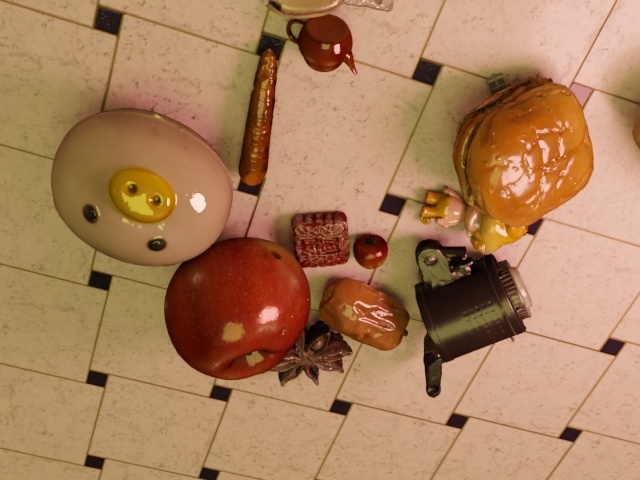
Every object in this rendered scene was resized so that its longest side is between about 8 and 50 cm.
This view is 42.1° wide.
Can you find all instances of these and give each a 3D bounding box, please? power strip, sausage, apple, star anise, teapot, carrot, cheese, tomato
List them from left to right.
[{"bbox_3d":[-0.186,0.156,1.889,0.348,0.277,0.348,-16,152,-9],"label":"apple"},{"bbox_3d":[-0.127,-0.262,1.782,0.066,0.066,0.314,9,121,-6],"label":"carrot"},{"bbox_3d":[-0.039,0.273,2.116,0.223,0.109,0.236,6,137,-11],"label":"star anise"},{"bbox_3d":[0.004,-0.390,1.679,0.173,0.116,0.116,30,122,12],"label":"teapot"},{"bbox_3d":[0.024,-0.486,1.629,0.251,0.054,0.127,8,103,-14],"label":"cheese"},{"bbox_3d":[0.111,0.183,2.046,0.241,0.120,0.136,31,130,-20],"label":"sausage"},{"bbox_3d":[0.119,0.030,1.966,0.087,0.087,0.075,-3,126,1],"label":"tomato"},{"bbox_3d":[0.385,-0.315,1.777,0.040,0.016,0.090,-23,121,14],"label":"power strip"}]

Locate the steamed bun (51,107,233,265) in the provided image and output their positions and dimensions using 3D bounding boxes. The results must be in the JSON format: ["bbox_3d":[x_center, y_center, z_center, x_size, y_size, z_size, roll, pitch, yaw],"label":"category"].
[{"bbox_3d":[-0.371,-0.106,1.737,0.374,0.334,0.334,26,120,-13],"label":"steamed bun"}]

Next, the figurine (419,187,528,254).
[{"bbox_3d":[0.355,-0.051,1.901,0.246,0.131,0.156,18,82,5],"label":"figurine"}]

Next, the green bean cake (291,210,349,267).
[{"bbox_3d":[0.000,0.000,1.961,0.135,0.056,0.135,-3,124,3],"label":"green bean cake"}]

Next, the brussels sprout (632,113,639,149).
[{"bbox_3d":[0.827,-0.184,1.713,0.355,0.289,0.281,30,105,-5],"label":"brussels sprout"}]

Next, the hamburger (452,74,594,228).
[{"bbox_3d":[0.423,-0.181,1.745,0.319,0.158,0.318,-9,112,-22],"label":"hamburger"}]

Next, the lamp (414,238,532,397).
[{"bbox_3d":[0.367,0.168,1.984,0.272,0.205,0.374,-5,113,8],"label":"lamp"}]
